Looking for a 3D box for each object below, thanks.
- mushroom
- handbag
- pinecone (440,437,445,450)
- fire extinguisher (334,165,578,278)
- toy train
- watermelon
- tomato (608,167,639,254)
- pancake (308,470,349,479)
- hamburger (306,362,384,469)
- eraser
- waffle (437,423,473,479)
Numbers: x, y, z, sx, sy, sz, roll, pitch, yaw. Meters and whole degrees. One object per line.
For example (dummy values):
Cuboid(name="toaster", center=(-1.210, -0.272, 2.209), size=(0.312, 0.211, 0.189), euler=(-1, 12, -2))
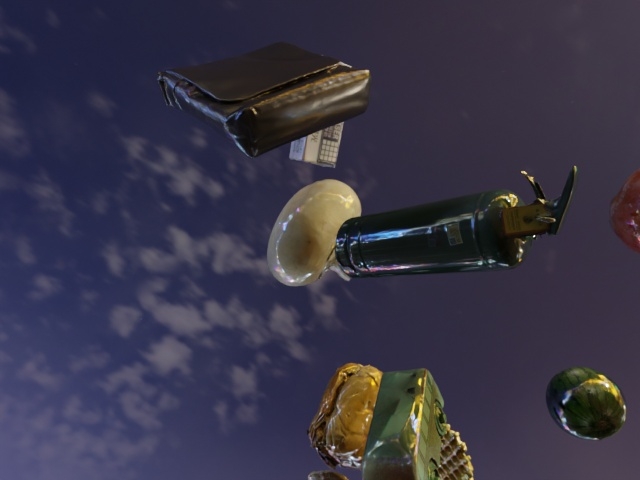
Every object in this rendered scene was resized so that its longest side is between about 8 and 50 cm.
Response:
Cuboid(name="mushroom", center=(0.000, 0.000, 0.876), size=(0.202, 0.246, 0.246), euler=(39, -73, 8))
Cuboid(name="handbag", center=(-0.079, -0.216, 0.608), size=(0.223, 0.246, 0.080), euler=(34, -39, 34))
Cuboid(name="pinecone", center=(0.316, 0.651, 1.444), size=(0.246, 0.246, 0.293), euler=(-3, -115, 4))
Cuboid(name="fire extinguisher", center=(0.157, -0.011, 0.528), size=(0.311, 0.095, 0.115), euler=(-7, -89, 46))
Cuboid(name="toy train", center=(0.180, 0.415, 0.862), size=(0.129, 0.326, 0.160), euler=(-18, -69, 28))
Cuboid(name="watermelon", center=(0.908, 0.557, 1.426), size=(0.242, 0.242, 0.243), euler=(1, -71, 3))
Cuboid(name="tomato", center=(0.707, -0.055, 0.879), size=(0.155, 0.181, 0.214), euler=(-16, -62, 26))
Cuboid(name="pancake", center=(0.035, 0.726, 1.229), size=(0.151, 0.025, 0.152), euler=(11, -51, 14))
Cuboid(name="hamburger", center=(0.106, 0.508, 1.178), size=(0.158, 0.318, 0.319), euler=(9, -65, 39))
Cuboid(name="eraser", center=(0.001, -0.363, 1.191), size=(0.130, 0.086, 0.288), euler=(6, -80, -33))
Cuboid(name="waffle", center=(0.501, 0.885, 1.704), size=(0.062, 0.329, 0.330), euler=(-13, -67, -34))
